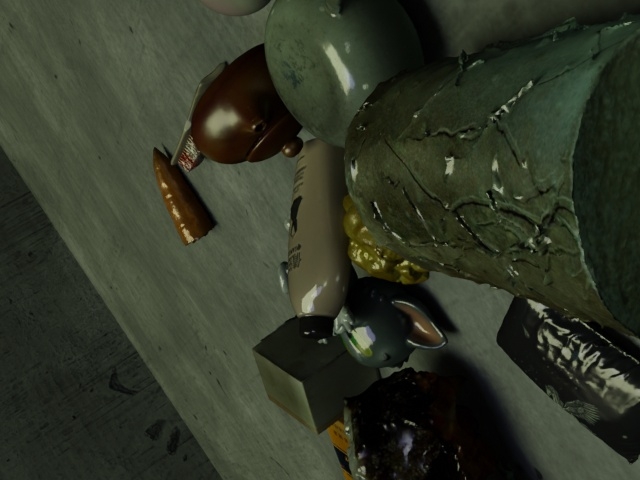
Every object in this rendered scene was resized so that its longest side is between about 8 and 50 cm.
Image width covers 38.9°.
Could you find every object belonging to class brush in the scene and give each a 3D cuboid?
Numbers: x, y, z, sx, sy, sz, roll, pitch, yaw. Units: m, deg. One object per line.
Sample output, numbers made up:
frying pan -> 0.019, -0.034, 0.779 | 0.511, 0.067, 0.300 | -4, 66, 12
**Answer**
brush -> -0.195, -0.191, 1.491 | 0.050, 0.060, 0.321 | 43, 156, 1

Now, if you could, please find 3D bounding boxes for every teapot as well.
teapot -> 0.031, -0.196, 0.967 | 0.193, 0.129, 0.294 | 48, 153, 20
teapot -> -0.072, -0.160, 1.173 | 0.135, 0.178, 0.252 | 50, -171, 3

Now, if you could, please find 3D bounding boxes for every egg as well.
egg -> -0.107, -0.324, 1.093 | 0.135, 0.103, 0.103 | 33, 147, 40

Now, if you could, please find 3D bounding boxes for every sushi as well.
sushi -> 0.160, 0.350, 1.252 | 0.343, 0.182, 0.196 | 63, -161, -15

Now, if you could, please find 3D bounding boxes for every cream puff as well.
cream puff -> 0.097, -0.006, 1.078 | 0.156, 0.121, 0.156 | 37, 151, 26

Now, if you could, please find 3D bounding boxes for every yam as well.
yam -> 0.176, -0.054, 0.737 | 0.348, 0.241, 0.241 | 14, 132, 64

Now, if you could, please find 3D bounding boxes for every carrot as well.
carrot -> -0.279, -0.093, 1.776 | 0.205, 0.072, 0.072 | 64, 156, -1

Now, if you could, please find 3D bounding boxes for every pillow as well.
pillow -> 0.280, 0.136, 0.983 | 0.208, 0.055, 0.141 | 43, 146, 29

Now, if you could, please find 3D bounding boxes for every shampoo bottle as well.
shampoo bottle -> 0.000, 0.000, 1.157 | 0.127, 0.078, 0.257 | -31, 55, 59

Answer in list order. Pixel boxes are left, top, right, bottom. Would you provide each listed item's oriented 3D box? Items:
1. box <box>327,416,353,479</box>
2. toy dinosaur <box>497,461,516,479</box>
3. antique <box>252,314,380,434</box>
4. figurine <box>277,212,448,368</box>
box -> 0.095, 0.407, 1.668 | 0.152, 0.070, 0.237 | 25, 139, 50
toy dinosaur -> 0.278, 0.358, 1.309 | 0.062, 0.021, 0.083 | 32, 143, 57
antique -> -0.003, 0.216, 1.511 | 0.146, 0.152, 0.148 | 26, 139, 47
figurine -> 0.038, 0.077, 1.287 | 0.265, 0.140, 0.193 | 62, 149, 14
